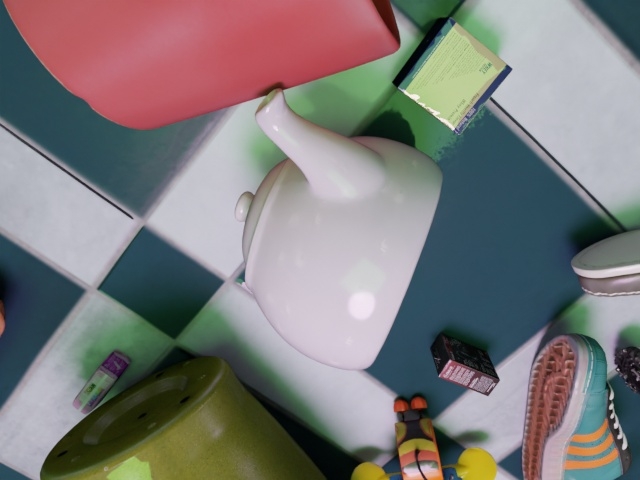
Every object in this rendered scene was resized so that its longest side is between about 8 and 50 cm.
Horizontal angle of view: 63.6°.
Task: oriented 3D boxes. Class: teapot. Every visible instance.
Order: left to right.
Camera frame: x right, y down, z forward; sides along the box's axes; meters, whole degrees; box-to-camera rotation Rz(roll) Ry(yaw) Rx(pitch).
[{"bbox_3d":[0.000,0.000,0.536,0.187,0.252,0.255,20,102,6],"label":"teapot"}]

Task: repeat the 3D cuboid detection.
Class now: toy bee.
[{"bbox_3d":[0.152,0.312,0.721,0.196,0.162,0.298,4,139,-9],"label":"toy bee"}]

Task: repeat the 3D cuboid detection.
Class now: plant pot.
[{"bbox_3d":[-0.099,-0.229,0.424,0.243,0.275,0.274,-23,111,20],"label":"plant pot"},{"bbox_3d":[-0.149,0.353,0.647,0.367,0.366,0.352,-24,99,11],"label":"plant pot"}]

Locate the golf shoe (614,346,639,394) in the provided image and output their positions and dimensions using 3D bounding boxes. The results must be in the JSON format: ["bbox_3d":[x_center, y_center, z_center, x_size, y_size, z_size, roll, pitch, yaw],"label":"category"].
[{"bbox_3d":[0.472,0.191,0.691,0.094,0.077,0.198,-42,114,6],"label":"golf shoe"}]

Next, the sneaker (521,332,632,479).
[{"bbox_3d":[0.355,0.244,0.698,0.121,0.108,0.301,-4,122,2],"label":"sneaker"}]

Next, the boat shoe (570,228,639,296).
[{"bbox_3d":[0.449,0.025,0.593,0.305,0.109,0.091,-13,108,3],"label":"boat shoe"}]

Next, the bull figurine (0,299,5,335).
[{"bbox_3d":[-0.520,0.161,0.678,0.189,0.101,0.310,33,111,-10],"label":"bull figurine"}]

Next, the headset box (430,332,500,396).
[{"bbox_3d":[0.186,0.162,0.683,0.083,0.062,0.032,22,112,-9],"label":"headset box"}]

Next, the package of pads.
[{"bbox_3d":[-0.303,0.197,0.716,0.032,0.050,0.083,38,110,-8],"label":"package of pads"}]

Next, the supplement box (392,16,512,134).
[{"bbox_3d":[0.135,-0.172,0.540,0.083,0.056,0.083,33,110,-12],"label":"supplement box"}]
